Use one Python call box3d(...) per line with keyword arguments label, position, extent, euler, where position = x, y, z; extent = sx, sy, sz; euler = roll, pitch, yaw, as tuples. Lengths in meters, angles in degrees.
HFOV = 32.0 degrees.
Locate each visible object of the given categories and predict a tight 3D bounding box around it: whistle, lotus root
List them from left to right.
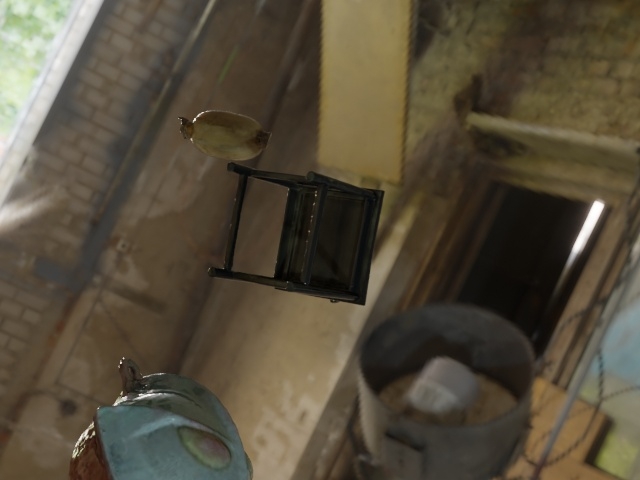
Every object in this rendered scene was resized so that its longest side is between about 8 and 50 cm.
box3d(label="whistle", position=(-0.096, 0.238, 0.817), extent=(0.142, 0.134, 0.346), euler=(92, 159, -61))
box3d(label="lotus root", position=(-0.144, -0.157, 1.674), extent=(0.150, 0.073, 0.062), euler=(11, -166, 16))

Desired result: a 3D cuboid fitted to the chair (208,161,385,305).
box3d(label="chair", position=(0.000, 0.000, 1.362), extent=(0.141, 0.154, 0.260), euler=(10, 179, 34))
